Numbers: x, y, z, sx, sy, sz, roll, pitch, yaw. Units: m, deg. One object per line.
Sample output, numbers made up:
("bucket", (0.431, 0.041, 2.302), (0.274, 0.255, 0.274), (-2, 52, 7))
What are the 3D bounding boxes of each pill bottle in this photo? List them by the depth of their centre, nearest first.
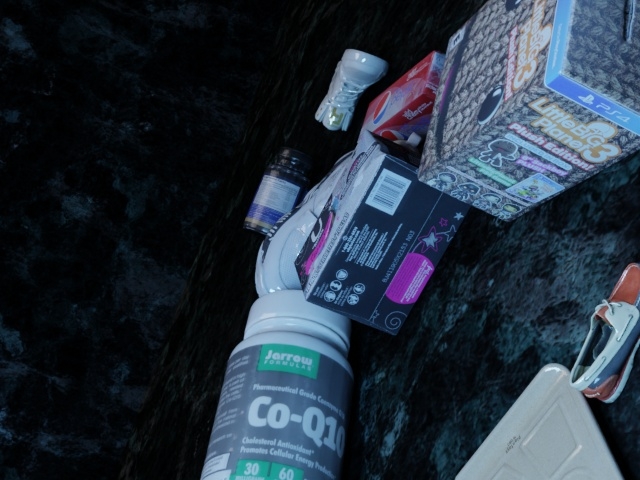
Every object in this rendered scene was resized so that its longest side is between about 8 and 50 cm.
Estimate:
("pill bottle", (-0.057, 0.268, 1.312), (0.204, 0.204, 0.361), (-49, 24, 47))
("pill bottle", (-0.094, -0.108, 2.101), (0.219, 0.122, 0.123), (-68, 16, -6))

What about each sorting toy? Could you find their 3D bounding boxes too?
("sorting toy", (0.207, 0.246, 0.799), (0.193, 0.038, 0.208), (-60, 22, 25))

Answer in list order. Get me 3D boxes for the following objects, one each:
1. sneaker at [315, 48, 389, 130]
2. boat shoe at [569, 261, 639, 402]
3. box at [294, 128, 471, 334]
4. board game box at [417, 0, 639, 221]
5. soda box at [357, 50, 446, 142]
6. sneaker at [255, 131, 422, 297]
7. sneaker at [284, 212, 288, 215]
("sneaker", (0.066, -0.323, 1.928), (0.292, 0.108, 0.169), (-164, 95, -84))
("boat shoe", (0.270, 0.080, 0.799), (0.137, 0.043, 0.049), (-67, 14, -6))
("box", (0.088, -0.015, 1.300), (0.247, 0.163, 0.142), (-62, 18, 16))
("board game box", (0.263, -0.191, 1.015), (0.291, 0.141, 0.232), (-38, 33, 60))
("soda box", (0.161, -0.229, 1.508), (0.263, 0.083, 0.092), (-31, 39, 65))
("sneaker", (0.037, -0.041, 1.439), (0.366, 0.137, 0.210), (-52, 10, -25))
("sneaker", (-0.051, 0.008, 1.883), (0.221, 0.083, 0.087), (-98, 29, -65))
